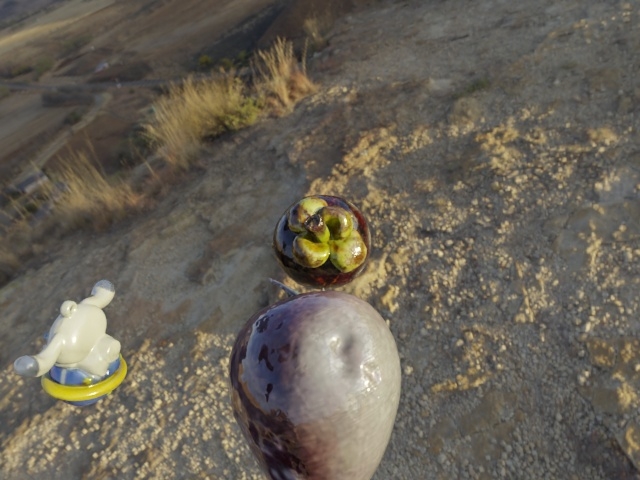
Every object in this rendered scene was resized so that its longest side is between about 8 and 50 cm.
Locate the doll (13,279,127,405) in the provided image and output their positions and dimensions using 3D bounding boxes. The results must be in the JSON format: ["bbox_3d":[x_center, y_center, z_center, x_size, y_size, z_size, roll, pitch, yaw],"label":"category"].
[{"bbox_3d":[-0.497,0.249,1.116,0.160,0.242,0.311,24,14,4],"label":"doll"}]

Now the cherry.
[{"bbox_3d":[-0.006,0.152,0.585,0.184,0.213,0.265,-10,78,-9],"label":"cherry"}]

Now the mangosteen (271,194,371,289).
[{"bbox_3d":[0.000,0.000,1.022,0.192,0.192,0.217,-21,-7,5],"label":"mangosteen"}]
